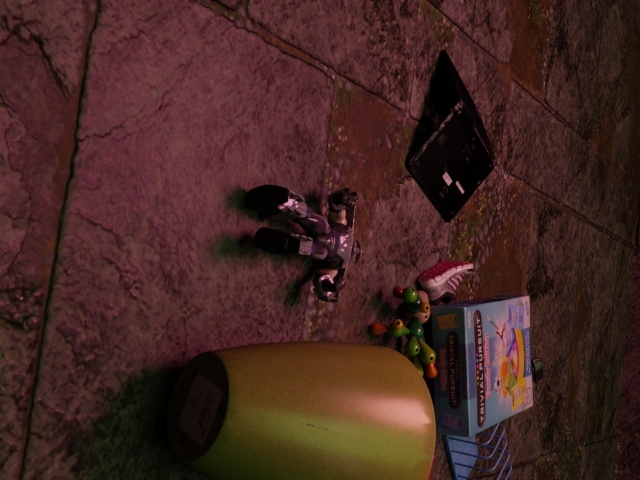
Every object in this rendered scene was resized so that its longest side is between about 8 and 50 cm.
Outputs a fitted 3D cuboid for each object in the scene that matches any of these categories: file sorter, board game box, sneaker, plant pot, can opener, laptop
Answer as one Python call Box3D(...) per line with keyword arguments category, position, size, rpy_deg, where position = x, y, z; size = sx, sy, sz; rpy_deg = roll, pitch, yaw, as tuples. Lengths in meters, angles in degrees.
Box3D(category="file sorter", position=(0.362, 0.479, 1.755), size=(0.118, 0.105, 0.170), rpy_deg=(-45, 129, -43))
Box3D(category="board game box", position=(0.351, 0.253, 1.634), size=(0.336, 0.079, 0.253), rpy_deg=(-1, 89, -54))
Box3D(category="sneaker", position=(0.264, 0.090, 1.612), size=(0.170, 0.063, 0.074), rpy_deg=(-21, 110, -48))
Box3D(category="plant pot", position=(-0.045, 0.245, 1.034), size=(0.294, 0.275, 0.274), rpy_deg=(23, 74, -38))
Box3D(category="can opener", position=(0.532, 0.298, 2.032), size=(0.073, 0.059, 0.186), rpy_deg=(-26, 107, -23))
Box3D(category="laptop", position=(0.267, -0.217, 1.629), size=(0.264, 0.137, 0.234), rpy_deg=(-51, 138, -5))

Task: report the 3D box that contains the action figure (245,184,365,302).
Box3D(category="action figure", position=(0.000, 0.000, 1.190), size=(0.285, 0.099, 0.185), rpy_deg=(20, 68, -59))

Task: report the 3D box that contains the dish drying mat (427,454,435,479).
Box3D(category="dish drying mat", position=(0.227, 0.495, 1.643), size=(0.032, 0.008, 0.083), rpy_deg=(44, 58, -49))

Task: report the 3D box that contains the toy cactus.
Box3D(category="toy cactus", position=(0.172, 0.165, 1.475), size=(0.180, 0.112, 0.219), rpy_deg=(-68, 143, -56))
